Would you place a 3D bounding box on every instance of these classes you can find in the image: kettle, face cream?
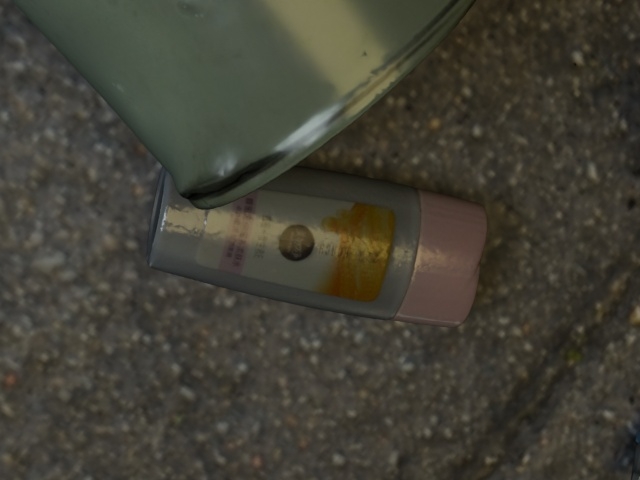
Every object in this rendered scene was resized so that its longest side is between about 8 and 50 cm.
[{"bbox_3d":[-0.078,-0.206,0.469,0.205,0.265,0.318,-34,106,26],"label":"kettle"},{"bbox_3d":[0.000,0.000,0.579,0.198,0.057,0.084,9,95,-14],"label":"face cream"}]

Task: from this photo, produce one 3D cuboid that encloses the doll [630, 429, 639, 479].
[{"bbox_3d":[0.246,0.137,0.672,0.114,0.039,0.057,-37,133,-13],"label":"doll"}]
